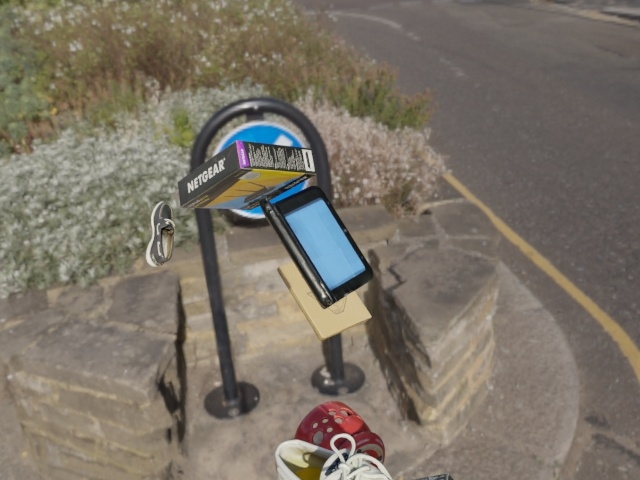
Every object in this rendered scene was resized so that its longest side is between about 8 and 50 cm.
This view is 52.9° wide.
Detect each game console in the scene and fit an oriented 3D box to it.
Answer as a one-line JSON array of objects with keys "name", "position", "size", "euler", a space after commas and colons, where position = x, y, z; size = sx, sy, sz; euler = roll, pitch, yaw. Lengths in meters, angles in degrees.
[{"name": "game console", "position": [0.000, 0.000, 0.646], "size": [0.071, 0.122, 0.107], "euler": [-32, -6, -4]}]

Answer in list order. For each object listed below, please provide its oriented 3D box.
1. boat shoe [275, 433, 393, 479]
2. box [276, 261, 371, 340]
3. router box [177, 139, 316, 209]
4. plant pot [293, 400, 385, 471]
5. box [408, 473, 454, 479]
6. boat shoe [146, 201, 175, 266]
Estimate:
[{"name": "boat shoe", "position": [0.044, 0.403, 1.068], "size": [0.135, 0.157, 0.367], "euler": [-27, 18, -32]}, {"name": "box", "position": [0.010, 0.125, 1.527], "size": [0.164, 0.021, 0.201], "euler": [-17, 66, -40]}, {"name": "router box", "position": [-0.113, -0.092, 0.958], "size": [0.133, 0.046, 0.178], "euler": [0, -15, -39]}, {"name": "plant pot", "position": [0.054, 0.524, 1.600], "size": [0.191, 0.191, 0.174], "euler": [-21, 29, -30]}, {"name": "box", "position": [0.191, 0.501, 1.152], "size": [0.190, 0.184, 0.045], "euler": [-25, 22, 33]}, {"name": "boat shoe", "position": [-0.273, -0.015, 1.122], "size": [0.038, 0.046, 0.125], "euler": [-16, 53, 31]}]
